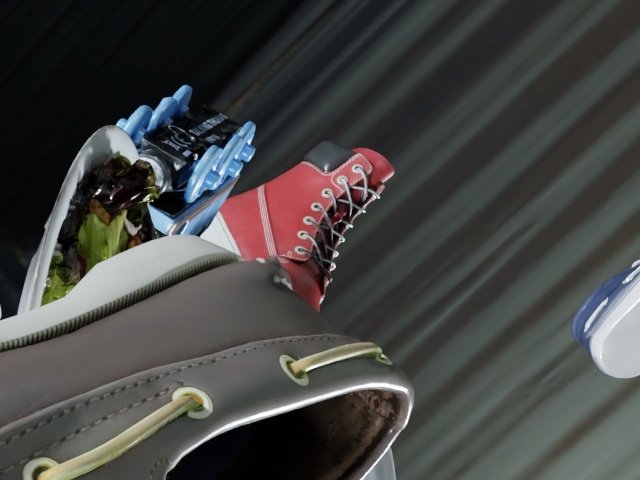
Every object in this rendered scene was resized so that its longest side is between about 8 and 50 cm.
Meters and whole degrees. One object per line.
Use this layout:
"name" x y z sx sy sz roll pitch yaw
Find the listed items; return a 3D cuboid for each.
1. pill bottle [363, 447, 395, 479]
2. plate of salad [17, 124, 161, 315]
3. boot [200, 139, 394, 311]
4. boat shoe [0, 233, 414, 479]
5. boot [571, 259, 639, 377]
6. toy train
"pill bottle" -0.079 0.238 1.302 0.162 0.278 0.162 54 -156 -38
"plate of salad" -0.089 0.050 0.574 0.048 0.200 0.200 7 -172 6
"boot" 0.000 0.000 1.114 0.088 0.176 0.244 59 179 -33
"boat shoe" -0.075 0.087 0.360 0.097 0.116 0.324 23 -155 19
"boot" 0.281 0.025 1.069 0.069 0.190 0.086 47 -176 -16
"toy train" -0.104 -0.042 0.922 0.080 0.105 0.184 30 -162 2
